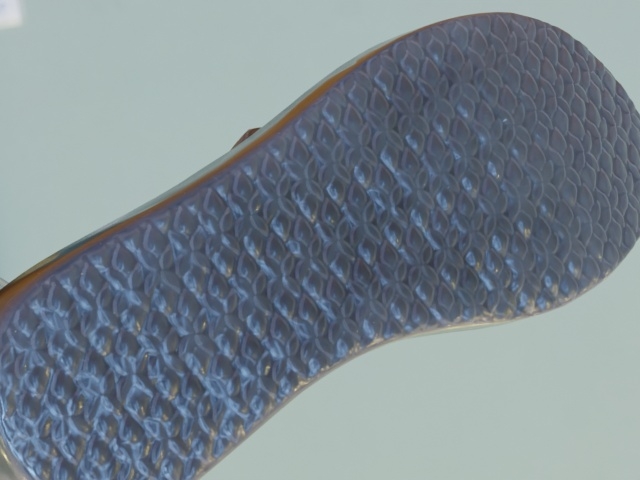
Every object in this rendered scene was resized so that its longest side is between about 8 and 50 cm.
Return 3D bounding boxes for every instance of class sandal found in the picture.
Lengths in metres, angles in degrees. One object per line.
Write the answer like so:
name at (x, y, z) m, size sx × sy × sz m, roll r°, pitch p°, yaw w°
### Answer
sandal at (-0.001, -0.001, 0.579) m, size 0.254 × 0.097 × 0.054 m, roll -24°, pitch -175°, yaw -32°

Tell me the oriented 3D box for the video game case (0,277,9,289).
video game case at (-0.200, -0.021, 0.553) m, size 0.274 × 0.026 × 0.196 m, roll 25°, pitch 180°, yaw -39°
